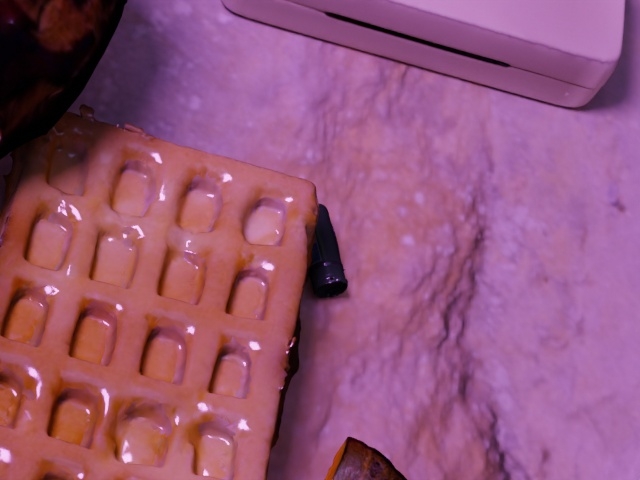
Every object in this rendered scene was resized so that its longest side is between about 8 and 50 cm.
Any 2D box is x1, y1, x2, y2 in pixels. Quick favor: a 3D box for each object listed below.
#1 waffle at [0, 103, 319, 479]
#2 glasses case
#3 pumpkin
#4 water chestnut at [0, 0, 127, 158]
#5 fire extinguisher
[{"bbox_3d":[-0.124,0.082,1.104,0.224,0.098,0.327,17,55,-10],"label":"waffle"},{"bbox_3d":[0.083,-0.207,1.355,0.313,0.070,0.131,14,57,-10],"label":"glasses case"},{"bbox_3d":[0.026,0.188,1.127,0.073,0.035,0.101,34,52,-11],"label":"pumpkin"},{"bbox_3d":[-0.258,-0.192,1.104,0.300,0.300,0.300,8,58,-14],"label":"water chestnut"},{"bbox_3d":[0.000,0.000,1.235,0.038,0.025,0.083,22,45,-52],"label":"fire extinguisher"}]
